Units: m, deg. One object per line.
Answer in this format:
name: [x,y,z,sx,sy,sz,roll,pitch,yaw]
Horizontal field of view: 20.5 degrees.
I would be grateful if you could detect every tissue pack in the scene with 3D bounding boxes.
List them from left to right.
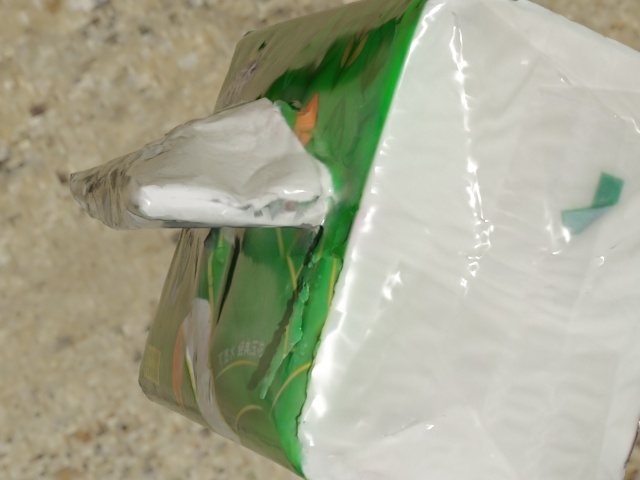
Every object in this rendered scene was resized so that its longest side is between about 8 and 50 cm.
tissue pack: [0.000,-0.002,0.573,0.156,0.148,0.209,21,176,-16]
